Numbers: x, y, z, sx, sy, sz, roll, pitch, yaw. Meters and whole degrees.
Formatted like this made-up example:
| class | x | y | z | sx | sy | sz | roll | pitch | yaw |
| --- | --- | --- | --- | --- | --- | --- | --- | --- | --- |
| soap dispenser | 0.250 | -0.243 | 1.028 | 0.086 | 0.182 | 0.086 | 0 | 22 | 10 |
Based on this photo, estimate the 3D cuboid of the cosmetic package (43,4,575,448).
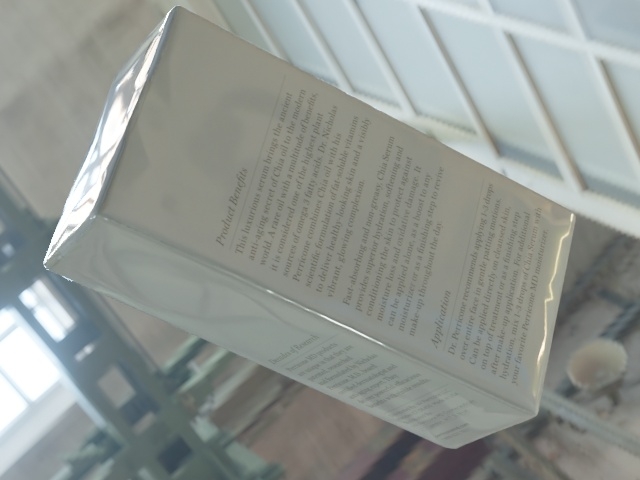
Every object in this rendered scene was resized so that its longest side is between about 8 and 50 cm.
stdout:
| class | x | y | z | sx | sy | sz | roll | pitch | yaw |
| --- | --- | --- | --- | --- | --- | --- | --- | --- | --- |
| cosmetic package | 0.000 | 0.000 | 1.444 | 0.161 | 0.453 | 0.230 | -35 | -146 | 56 |
